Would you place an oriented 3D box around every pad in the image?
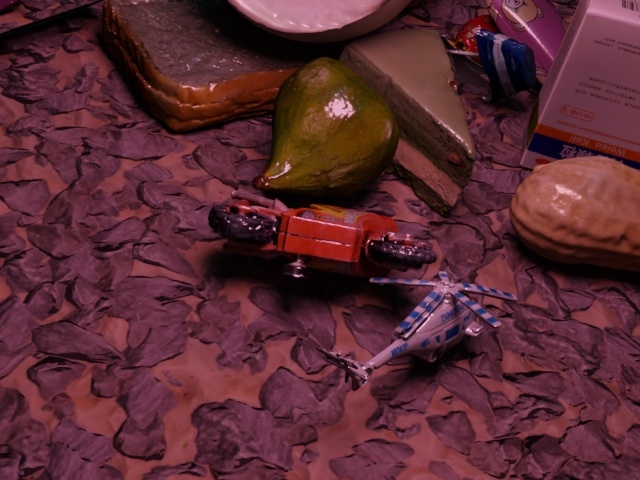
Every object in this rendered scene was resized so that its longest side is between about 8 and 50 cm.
[{"bbox_3d":[-0.421,-0.355,1.516,0.211,0.003,0.143,-32,20,-37],"label":"pad"}]

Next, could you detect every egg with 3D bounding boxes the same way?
[{"bbox_3d":[0.014,-0.485,1.485,0.354,0.355,0.340,23,15,8],"label":"egg"}]

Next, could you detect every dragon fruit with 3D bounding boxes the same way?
[{"bbox_3d":[0.319,-0.361,1.728,0.190,0.094,0.094,-6,48,-32],"label":"dragon fruit"}]

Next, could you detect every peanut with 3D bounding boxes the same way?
[{"bbox_3d":[0.436,-0.032,1.386,0.340,0.158,0.174,12,14,-9],"label":"peanut"}]

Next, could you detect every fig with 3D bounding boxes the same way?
[{"bbox_3d":[-0.013,-0.128,1.355,0.203,0.203,0.235,36,67,20],"label":"fig"}]

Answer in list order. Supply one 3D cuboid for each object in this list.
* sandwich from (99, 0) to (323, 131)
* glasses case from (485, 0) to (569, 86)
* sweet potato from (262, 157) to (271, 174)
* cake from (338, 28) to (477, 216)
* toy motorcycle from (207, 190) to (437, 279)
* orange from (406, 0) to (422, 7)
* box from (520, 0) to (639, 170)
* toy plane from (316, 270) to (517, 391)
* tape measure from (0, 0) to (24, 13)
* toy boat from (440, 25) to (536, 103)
[{"bbox_3d":[-0.168,-0.301,1.526,0.301,0.099,0.271,-17,50,-30],"label":"sandwich"},{"bbox_3d":[0.406,-0.322,1.655,0.316,0.076,0.123,51,46,2],"label":"glasses case"},{"bbox_3d":[-0.068,-0.099,1.400,0.034,0.034,0.095,16,37,1],"label":"sweet potato"},{"bbox_3d":[0.114,-0.177,1.445,0.172,0.158,0.284,0,49,-14],"label":"cake"},{"bbox_3d":[0.000,-0.001,1.251,0.298,0.089,0.171,11,8,-1],"label":"toy motorcycle"},{"bbox_3d":[0.134,-0.537,1.742,0.240,0.240,0.240,7,45,-8],"label":"orange"},{"bbox_3d":[0.450,-0.225,1.469,0.200,0.299,0.106,16,44,1],"label":"box"},{"bbox_3d":[0.122,0.122,1.157,0.182,0.107,0.273,12,30,19],"label":"toy plane"},{"bbox_3d":[-0.543,-0.420,1.562,0.125,0.074,0.118,42,49,22],"label":"tape measure"},{"bbox_3d":[0.206,-0.295,1.593,0.291,0.220,0.067,9,76,23],"label":"toy boat"}]
